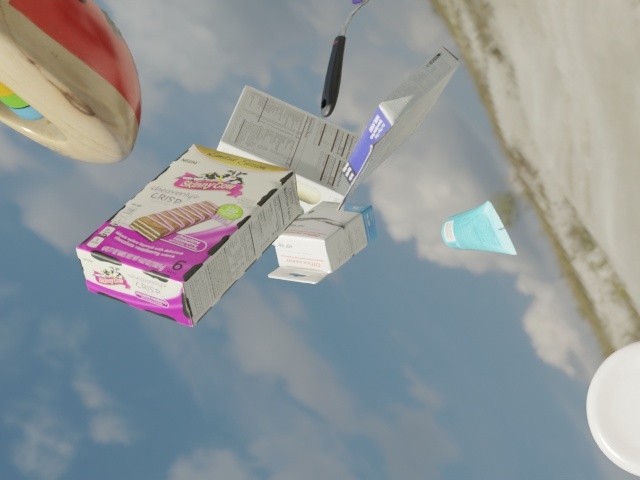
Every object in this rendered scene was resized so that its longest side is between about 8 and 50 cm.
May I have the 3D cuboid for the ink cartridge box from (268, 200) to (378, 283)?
[{"bbox_3d":[0.000,0.000,1.874,0.180,0.104,0.060,-37,-56,-47],"label":"ink cartridge box"}]

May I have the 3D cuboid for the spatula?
[{"bbox_3d":[0.042,-0.312,1.713,0.030,0.084,0.297,26,-111,-25],"label":"spatula"}]

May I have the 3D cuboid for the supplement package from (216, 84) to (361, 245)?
[{"bbox_3d":[-0.084,-0.133,2.331,0.262,0.199,0.198,23,-138,-6],"label":"supplement package"}]

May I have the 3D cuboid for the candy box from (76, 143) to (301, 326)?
[{"bbox_3d":[-0.151,-0.013,1.390,0.233,0.159,0.071,-48,-37,-41],"label":"candy box"}]

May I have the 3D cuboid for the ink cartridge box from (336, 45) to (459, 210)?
[{"bbox_3d":[0.105,-0.173,1.829,0.045,0.223,0.224,41,-118,6],"label":"ink cartridge box"}]

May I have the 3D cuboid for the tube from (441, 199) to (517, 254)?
[{"bbox_3d":[0.222,-0.015,1.648,0.080,0.052,0.207,58,171,-5],"label":"tube"}]

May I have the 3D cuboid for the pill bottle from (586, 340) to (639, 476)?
[{"bbox_3d":[0.419,0.201,1.378,0.153,0.153,0.264,59,-161,23],"label":"pill bottle"}]

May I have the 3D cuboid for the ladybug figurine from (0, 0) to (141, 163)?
[{"bbox_3d":[-0.374,-0.249,1.458,0.305,0.162,0.449,20,165,33],"label":"ladybug figurine"}]
